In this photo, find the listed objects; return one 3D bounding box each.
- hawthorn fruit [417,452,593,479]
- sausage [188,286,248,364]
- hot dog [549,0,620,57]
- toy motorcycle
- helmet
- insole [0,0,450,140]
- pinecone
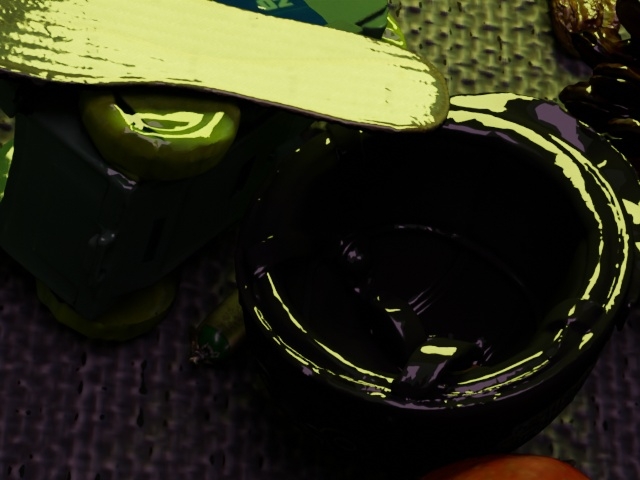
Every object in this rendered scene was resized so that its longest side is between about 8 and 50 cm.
[{"bbox_3d":[0.112,0.205,1.076,0.196,0.196,0.225,25,47,2],"label":"hawthorn fruit"},{"bbox_3d":[0.000,0.000,1.266,0.033,0.033,0.269,39,58,11],"label":"sausage"},{"bbox_3d":[0.199,-0.180,1.427,0.058,0.035,0.083,6,58,-15],"label":"hot dog"},{"bbox_3d":[-0.095,-0.106,1.229,0.200,0.191,0.326,37,48,12],"label":"toy motorcycle"},{"bbox_3d":[0.073,0.041,1.182,0.279,0.160,0.230,-34,59,-32],"label":"helmet"},{"bbox_3d":[-0.088,-0.117,1.102,0.348,0.009,0.119,11,45,-12],"label":"insole"},{"bbox_3d":[0.254,-0.062,1.271,0.221,0.221,0.221,7,57,-10],"label":"pinecone"}]
